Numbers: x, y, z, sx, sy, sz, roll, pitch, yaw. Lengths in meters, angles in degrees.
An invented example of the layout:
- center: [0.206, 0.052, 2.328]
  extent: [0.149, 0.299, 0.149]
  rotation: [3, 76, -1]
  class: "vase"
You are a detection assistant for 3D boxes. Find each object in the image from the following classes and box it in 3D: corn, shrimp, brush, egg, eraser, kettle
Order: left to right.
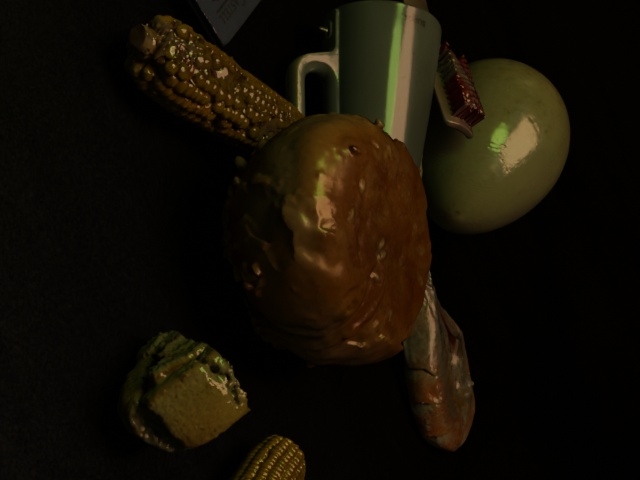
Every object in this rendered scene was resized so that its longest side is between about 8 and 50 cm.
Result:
- center: [-0.110, -0.161, 1.694]
  extent: [0.320, 0.097, 0.097]
  rotation: [30, 53, -50]
  class: "corn"
- center: [-0.108, -0.317, 1.811]
  extent: [0.082, 0.036, 0.225]
  rotation: [58, 36, -23]
  class: "eraser"
- center: [-0.078, 0.292, 1.563]
  extent: [0.080, 0.080, 0.238]
  rotation: [63, 31, -18]
  class: "corn"
- center: [0.050, -0.178, 1.917]
  extent: [0.210, 0.160, 0.243]
  rotation: [19, 66, -32]
  class: "kettle"
- center: [0.155, 0.130, 2.020]
  extent: [0.164, 0.062, 0.317]
  rotation: [-23, 101, -62]
  class: "shrimp"
- center: [0.164, -0.270, 2.054]
  extent: [0.060, 0.050, 0.321]
  rotation: [26, 34, -37]
  class: "brush"
- center: [0.234, -0.128, 2.100]
  extent: [0.218, 0.218, 0.295]
  rotation: [58, 43, -26]
  class: "egg"

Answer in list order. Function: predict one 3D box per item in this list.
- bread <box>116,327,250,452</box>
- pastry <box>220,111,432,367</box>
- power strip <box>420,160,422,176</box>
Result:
- center: [-0.152, 0.161, 1.493]
  extent: [0.110, 0.156, 0.103]
  rotation: [-39, 107, -21]
  class: "bread"
- center: [0.000, 0.000, 1.701]
  extent: [0.315, 0.184, 0.284]
  rotation: [44, 55, -53]
  class: "pastry"
- center: [0.106, -0.146, 2.040]
  extent: [0.048, 0.080, 0.286]
  rotation: [35, 50, -39]
  class: "power strip"
